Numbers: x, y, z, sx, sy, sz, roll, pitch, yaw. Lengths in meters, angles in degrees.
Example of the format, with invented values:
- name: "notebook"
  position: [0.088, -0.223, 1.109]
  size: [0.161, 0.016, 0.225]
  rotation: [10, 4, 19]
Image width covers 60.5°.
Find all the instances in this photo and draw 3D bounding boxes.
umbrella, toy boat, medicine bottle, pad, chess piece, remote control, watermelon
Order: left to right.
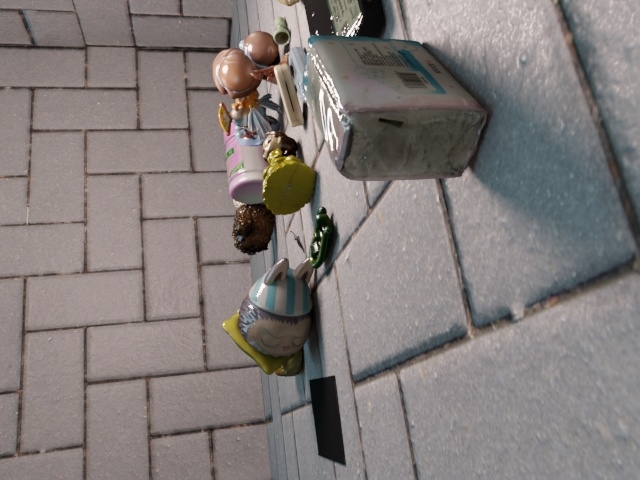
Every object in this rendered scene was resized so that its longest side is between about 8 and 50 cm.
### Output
- name: "medicine bottle"
  position: [-0.307, -0.343, 2.382]
  size: [0.212, 0.212, 0.325]
  rotation: [113, 149, -62]
- name: "watermelon"
  position: [-0.144, -0.550, 1.856]
  size: [0.121, 0.158, 0.098]
  rotation: [62, 175, -22]
- name: "chess piece"
  position: [-0.139, -0.752, 1.941]
  size: [0.059, 0.059, 0.149]
  rotation: [102, 167, -48]
- name: "umbrella"
  position: [-0.076, 0.006, 1.932]
  size: [0.022, 0.022, 0.149]
  rotation: [-50, 38, 13]
- name: "remote control"
  position: [-0.057, -0.503, 1.661]
  size: [0.087, 0.047, 0.244]
  rotation: [103, 158, -44]
- name: "toy boat"
  position: [0.000, 0.000, 1.535]
  size: [0.210, 0.052, 0.104]
  rotation: [104, 155, -49]
- name: "pad"
  position: [0.016, 0.550, 1.705]
  size: [0.367, 0.007, 0.247]
  rotation: [127, 138, -69]

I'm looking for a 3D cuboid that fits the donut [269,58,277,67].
- name: "donut"
  position: [-0.232, -0.731, 2.150]
  size: [0.217, 0.141, 0.085]
  rotation: [-92, 22, -51]

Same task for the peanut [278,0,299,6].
- name: "peanut"
  position: [-0.107, -0.805, 1.703]
  size: [0.099, 0.100, 0.214]
  rotation: [115, 147, -63]

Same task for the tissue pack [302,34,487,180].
- name: "tissue pack"
  position: [0.092, -0.203, 0.807]
  size: [0.271, 0.202, 0.124]
  rotation: [-108, 17, -51]

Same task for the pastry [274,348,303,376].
- name: "pastry"
  position: [-0.126, 0.420, 2.066]
  size: [0.192, 0.093, 0.182]
  rotation: [140, 126, -68]

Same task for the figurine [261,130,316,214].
- name: "figurine"
  position: [-0.131, -0.249, 1.767]
  size: [0.315, 0.168, 0.187]
  rotation: [-111, 13, -48]

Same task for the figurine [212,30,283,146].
- name: "figurine"
  position: [-0.268, -0.543, 2.021]
  size: [0.276, 0.248, 0.388]
  rotation: [-59, -33, -35]

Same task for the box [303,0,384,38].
- name: "box"
  position: [0.037, -0.519, 1.169]
  size: [0.211, 0.058, 0.350]
  rotation: [-43, 50, 54]

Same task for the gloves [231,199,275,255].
- name: "gloves"
  position: [-0.300, -0.085, 2.430]
  size: [0.135, 0.210, 0.312]
  rotation: [-37, 55, 46]

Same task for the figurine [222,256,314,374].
- name: "figurine"
  position: [-0.095, 0.195, 1.810]
  size: [0.377, 0.266, 0.361]
  rotation: [-50, 5, 24]

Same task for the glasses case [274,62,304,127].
- name: "glasses case"
  position: [-0.098, -0.455, 1.727]
  size: [0.083, 0.050, 0.196]
  rotation: [-110, 3, -69]
